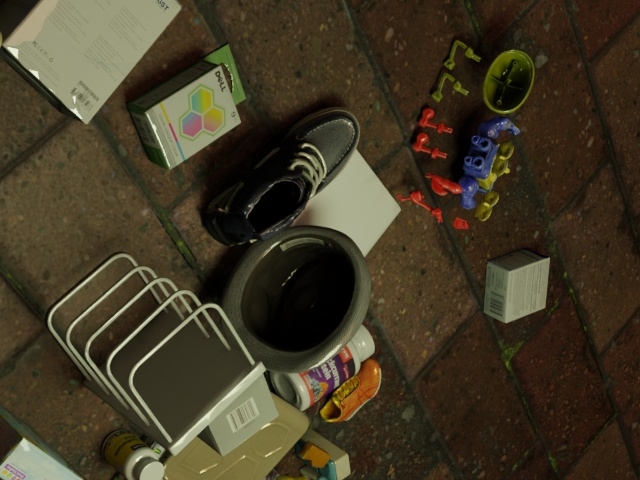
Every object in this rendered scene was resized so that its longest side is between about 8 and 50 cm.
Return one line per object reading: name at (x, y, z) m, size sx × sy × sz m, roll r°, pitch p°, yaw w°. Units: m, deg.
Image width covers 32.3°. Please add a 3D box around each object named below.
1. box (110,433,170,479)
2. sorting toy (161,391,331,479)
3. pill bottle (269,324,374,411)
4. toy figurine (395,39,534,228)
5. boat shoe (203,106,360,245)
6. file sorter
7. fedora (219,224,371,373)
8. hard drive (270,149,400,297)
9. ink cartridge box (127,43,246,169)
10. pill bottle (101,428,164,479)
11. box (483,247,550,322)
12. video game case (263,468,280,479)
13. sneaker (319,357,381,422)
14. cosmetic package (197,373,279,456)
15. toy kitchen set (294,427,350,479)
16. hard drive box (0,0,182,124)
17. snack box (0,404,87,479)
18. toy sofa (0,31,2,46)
box at (-0.290, 0.402, 1.958) m, size 0.207 × 0.036 × 0.114 m, roll -54°, pitch 133°, yaw -11°
sorting toy at (-0.126, 0.389, 2.021) m, size 0.229 × 0.041 × 0.307 m, roll -51°, pitch 131°, yaw -1°
pill bottle at (0.007, 0.232, 2.102) m, size 0.193 × 0.108 × 0.108 m, roll -31°, pitch 126°, yaw -29°
toy figurine at (0.304, -0.194, 2.209) m, size 0.217 × 0.191 × 0.362 m, roll 28°, pitch 80°, yaw -74°
boat shoe at (-0.032, -0.109, 1.873) m, size 0.340 × 0.158 × 0.127 m, roll -44°, pitch 110°, yaw -19°
file sorter at (-0.266, 0.162, 1.715) m, size 0.193 × 0.278 × 0.173 m, roll -43°, pitch 129°, yaw -20°
fedora at (-0.035, 0.110, 1.913) m, size 0.275 × 0.244 × 0.124 m, roll -62°, pitch 164°, yaw -15°
hard drive at (0.000, 0.000, 2.047) m, size 0.318 × 0.040 × 0.210 m, roll -52°, pitch 133°, yaw -12°
ink cartridge box at (-0.195, -0.216, 1.769) m, size 0.209 × 0.062 × 0.109 m, roll -37°, pitch 127°, yaw -26°
pill bottle at (-0.315, 0.371, 1.867) m, size 0.065 × 0.116 × 0.065 m, roll -18°, pitch 119°, yaw -36°
box at (0.435, 0.099, 2.453) m, size 0.137 × 0.072 × 0.126 m, roll -15°, pitch 117°, yaw -36°
video game case at (-0.166, 0.489, 2.082) m, size 0.201 × 0.023 × 0.183 m, roll -58°, pitch 137°, yaw -25°
sneaker at (0.062, 0.302, 2.175) m, size 0.067 × 0.064 × 0.175 m, roll -1°, pitch 132°, yaw -46°
cosmetic package at (-0.195, 0.242, 1.839) m, size 0.127 × 0.238 × 0.107 m, roll -34°, pitch 124°, yaw -23°
toy kitchen set at (-0.034, 0.512, 2.172) m, size 0.166 × 0.122 × 0.207 m, roll -27°, pitch 123°, yaw -31°
hard drive box at (-0.340, -0.315, 1.582) m, size 0.232 × 0.089 × 0.181 m, roll -52°, pitch 133°, yaw -11°
snack box at (-0.455, 0.315, 1.657) m, size 0.070 × 0.207 × 0.174 m, roll -51°, pitch 132°, yaw -14°
toy sofa at (-0.446, -0.430, 1.381) m, size 0.150 × 0.177 × 0.362 m, roll 5°, pitch 103°, yaw -42°
